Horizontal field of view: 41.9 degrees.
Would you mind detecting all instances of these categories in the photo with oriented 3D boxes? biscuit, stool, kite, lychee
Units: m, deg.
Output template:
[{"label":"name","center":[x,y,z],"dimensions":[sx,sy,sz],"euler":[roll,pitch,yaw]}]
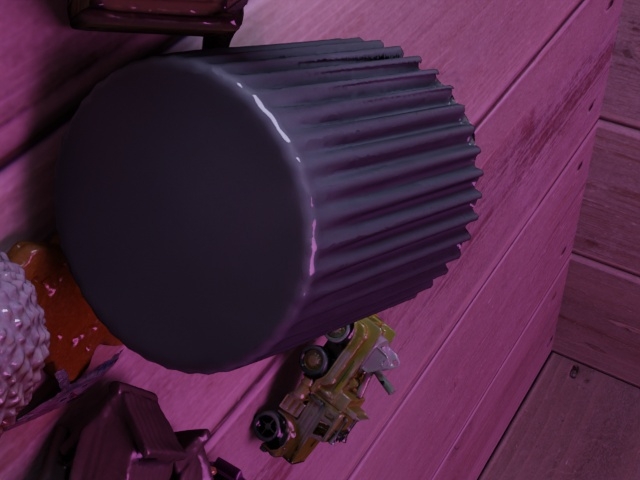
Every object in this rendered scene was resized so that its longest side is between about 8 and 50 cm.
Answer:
[{"label":"biscuit","center":[-0.219,0.046,0.812],"dimensions":[0.249,0.035,0.184],"euler":[-21,131,-56]},{"label":"stool","center":[-0.038,-0.041,0.773],"dimensions":[0.330,0.297,0.297],"euler":[-22,129,-61]},{"label":"kite","center":[-0.248,0.145,0.807],"dimensions":[0.137,0.005,0.152],"euler":[-35,168,-12]},{"label":"lychee","center":[-0.278,0.075,0.576],"dimensions":[0.197,0.165,0.165],"euler":[-47,149,-52]}]

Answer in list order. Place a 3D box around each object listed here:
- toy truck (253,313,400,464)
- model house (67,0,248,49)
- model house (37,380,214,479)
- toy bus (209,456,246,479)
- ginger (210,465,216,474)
[{"label":"toy truck","center":[0.020,0.235,1.268],"dimensions":[0.259,0.135,0.128],"euler":[-51,156,7]},{"label":"model house","center":[-0.132,-0.227,0.685],"dimensions":[0.278,0.218,0.204],"euler":[129,-44,-60]},{"label":"model house","center":[-0.208,0.255,0.896],"dimensions":[0.229,0.122,0.188],"euler":[46,57,-55]},{"label":"toy bus","center":[-0.163,0.384,1.130],"dimensions":[0.178,0.087,0.098],"euler":[-44,142,-37]},{"label":"ginger","center":[-0.215,0.324,1.026],"dimensions":[0.193,0.053,0.176],"euler":[10,90,-51]}]
